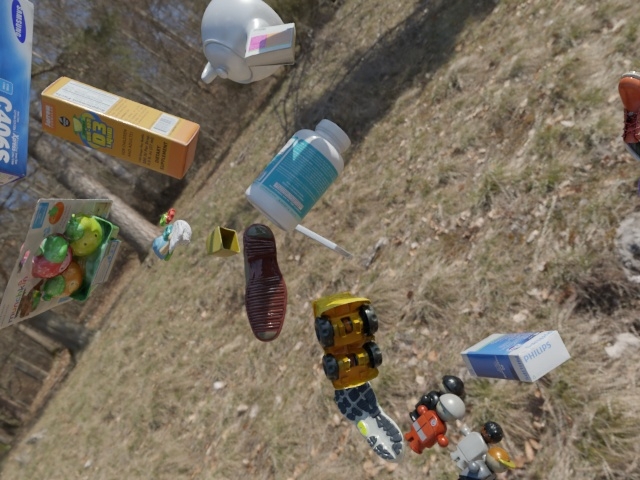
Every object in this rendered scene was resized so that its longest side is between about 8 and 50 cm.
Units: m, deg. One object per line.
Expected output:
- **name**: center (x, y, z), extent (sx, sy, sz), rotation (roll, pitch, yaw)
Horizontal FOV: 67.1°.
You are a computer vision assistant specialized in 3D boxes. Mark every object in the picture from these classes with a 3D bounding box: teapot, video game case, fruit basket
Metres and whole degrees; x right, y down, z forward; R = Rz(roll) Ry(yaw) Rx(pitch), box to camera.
- **teapot**: center (-0.221, -0.507, 1.276), extent (0.187, 0.253, 0.256), rotation (-62, -12, -13)
- **video game case**: center (0.000, 0.000, 1.639), extent (0.023, 0.201, 0.183), rotation (-61, -25, -1)
- **fruit basket**: center (-0.657, 0.048, 1.235), extent (0.353, 0.165, 0.327), rotation (-123, 55, -83)

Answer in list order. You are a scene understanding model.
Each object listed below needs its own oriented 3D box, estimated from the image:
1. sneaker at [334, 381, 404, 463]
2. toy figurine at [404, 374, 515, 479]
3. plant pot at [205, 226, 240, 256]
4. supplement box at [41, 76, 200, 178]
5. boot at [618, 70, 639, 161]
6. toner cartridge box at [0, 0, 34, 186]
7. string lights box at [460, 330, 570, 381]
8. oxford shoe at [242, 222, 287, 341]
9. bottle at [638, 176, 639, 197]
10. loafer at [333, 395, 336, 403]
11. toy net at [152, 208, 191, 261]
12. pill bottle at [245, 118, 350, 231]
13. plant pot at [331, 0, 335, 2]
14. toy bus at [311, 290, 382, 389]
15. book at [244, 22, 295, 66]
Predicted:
- **sneaker**: center (0.128, 0.467, 1.277), extent (0.107, 0.275, 0.110), rotation (-35, -38, -2)
- **toy figurine**: center (0.304, 0.419, 1.051), extent (0.148, 0.209, 0.213), rotation (-48, -12, 10)
- **plant pot**: center (-0.323, 0.014, 1.555), extent (0.083, 0.081, 0.081), rotation (-26, -23, 26)
- **supplement box**: center (-0.326, -0.184, 0.795), extent (0.080, 0.233, 0.078), rotation (-77, 9, -50)
- **boot**: center (0.554, -0.213, 0.839), extent (0.085, 0.158, 0.059), rotation (-39, 13, -10)
- **toner cartridge box**: center (-0.606, -0.266, 0.873), extent (0.075, 0.165, 0.347), rotation (18, -116, -60)
- **string lights box**: center (0.502, 0.302, 1.273), extent (0.133, 0.076, 0.260), rotation (-23, -5, -19)
- **oxford shoe**: center (-0.169, 0.130, 1.449), extent (0.130, 0.123, 0.348), rotation (125, 142, -71)
- **bottle**: center (0.701, -0.106, 0.827), extent (0.092, 0.283, 0.118), rotation (-140, 36, -80)
- **loafer**: center (0.096, 0.514, 1.521), extent (0.078, 0.076, 0.223), rotation (-39, -30, -14)
- **toy net**: center (-0.342, -0.016, 1.141), extent (0.232, 0.045, 0.122), rotation (-6, 65, 57)
- **pill bottle**: center (-0.045, -0.160, 1.146), extent (0.264, 0.146, 0.146), rotation (-50, 4, -6)
- **plant pot**: center (-0.014, -0.572, 0.878), extent (0.187, 0.167, 0.188), rotation (-98, 31, -58)
- **toy bus**: center (0.048, 0.243, 1.259), extent (0.211, 0.149, 0.220), rotation (-156, 55, -69)
- **book**: center (-0.101, -0.403, 0.988), extent (0.144, 0.096, 0.035), rotation (-91, -6, -46)
